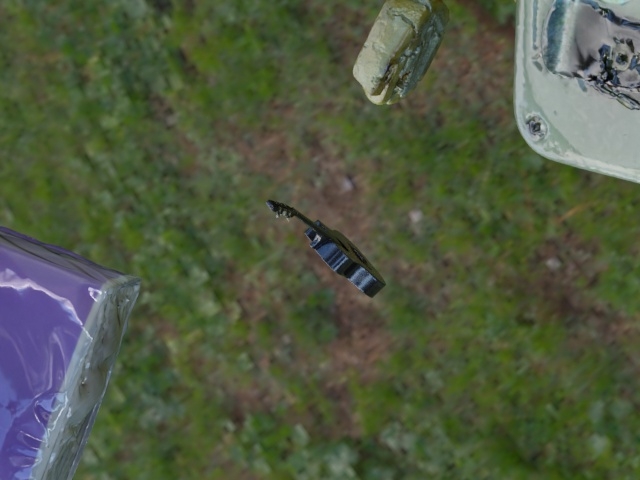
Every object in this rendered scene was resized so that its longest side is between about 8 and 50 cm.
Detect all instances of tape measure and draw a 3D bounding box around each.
[{"bbox_3d":[0.226,-0.157,1.095,0.207,0.115,0.235,20,122,39],"label":"tape measure"}]

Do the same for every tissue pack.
[{"bbox_3d":[-0.333,0.086,1.232,0.338,0.160,0.242,19,92,4],"label":"tissue pack"}]

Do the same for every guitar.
[{"bbox_3d":[0.000,0.000,1.747,0.025,0.233,0.088,-44,58,8],"label":"guitar"}]

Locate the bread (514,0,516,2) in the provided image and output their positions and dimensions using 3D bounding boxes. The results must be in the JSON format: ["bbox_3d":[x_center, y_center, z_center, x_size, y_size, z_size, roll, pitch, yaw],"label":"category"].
[{"bbox_3d":[0.265,-0.342,1.539,0.211,0.270,0.316,-23,87,45],"label":"bread"}]

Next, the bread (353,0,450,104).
[{"bbox_3d":[0.102,-0.242,2.037,0.064,0.117,0.156,33,111,25],"label":"bread"}]
